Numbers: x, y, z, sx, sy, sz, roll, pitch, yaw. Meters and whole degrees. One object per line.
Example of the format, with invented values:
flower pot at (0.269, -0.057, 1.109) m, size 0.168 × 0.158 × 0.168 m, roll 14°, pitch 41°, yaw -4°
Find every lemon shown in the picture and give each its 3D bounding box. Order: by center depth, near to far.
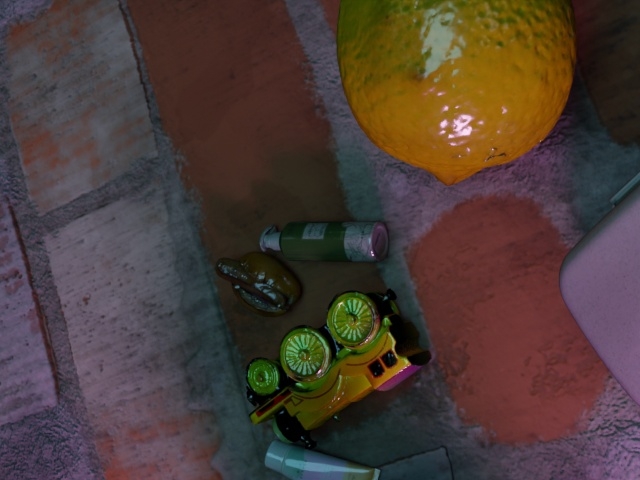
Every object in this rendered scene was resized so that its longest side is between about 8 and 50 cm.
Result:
lemon at (0.173, -0.251, 1.383) m, size 0.336 × 0.336 × 0.336 m, roll 0°, pitch 89°, yaw 30°

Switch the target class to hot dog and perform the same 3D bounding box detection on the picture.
hot dog at (-0.098, 0.063, 1.677) m, size 0.140 × 0.060 × 0.090 m, roll 42°, pitch 105°, yaw 27°

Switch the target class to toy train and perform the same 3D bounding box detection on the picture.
toy train at (0.015, 0.192, 1.587) m, size 0.296 × 0.100 × 0.160 m, roll -38°, pitch 74°, yaw 24°

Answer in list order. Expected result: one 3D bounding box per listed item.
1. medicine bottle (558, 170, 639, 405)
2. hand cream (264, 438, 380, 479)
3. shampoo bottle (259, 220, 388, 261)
medicine bottle at (0.457, 0.029, 1.262) m, size 0.282 × 0.123 × 0.375 m, roll 59°, pitch 139°, yaw 21°
hand cream at (0.002, 0.351, 1.630) m, size 0.174 × 0.047 × 0.076 m, roll 19°, pitch 97°, yaw 20°
shampoo bottle at (0.000, 0.000, 1.622) m, size 0.204 × 0.065 × 0.065 m, roll 0°, pitch 90°, yaw 30°
